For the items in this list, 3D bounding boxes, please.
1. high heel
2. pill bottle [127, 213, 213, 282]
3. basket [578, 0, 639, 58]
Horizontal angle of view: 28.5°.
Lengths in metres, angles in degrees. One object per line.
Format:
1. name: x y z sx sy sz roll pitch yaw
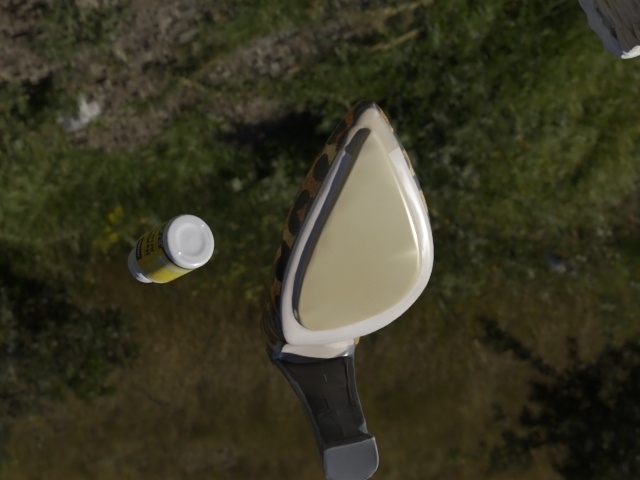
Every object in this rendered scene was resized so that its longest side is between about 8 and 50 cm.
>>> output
1. high heel: 0.000 0.000 0.796 0.093 0.186 0.261 -4 123 -12
2. pill bottle: -0.180 0.014 1.484 0.065 0.065 0.116 -6 168 -37
3. basket: 0.335 -0.361 1.014 0.328 0.331 0.266 -27 -175 4
